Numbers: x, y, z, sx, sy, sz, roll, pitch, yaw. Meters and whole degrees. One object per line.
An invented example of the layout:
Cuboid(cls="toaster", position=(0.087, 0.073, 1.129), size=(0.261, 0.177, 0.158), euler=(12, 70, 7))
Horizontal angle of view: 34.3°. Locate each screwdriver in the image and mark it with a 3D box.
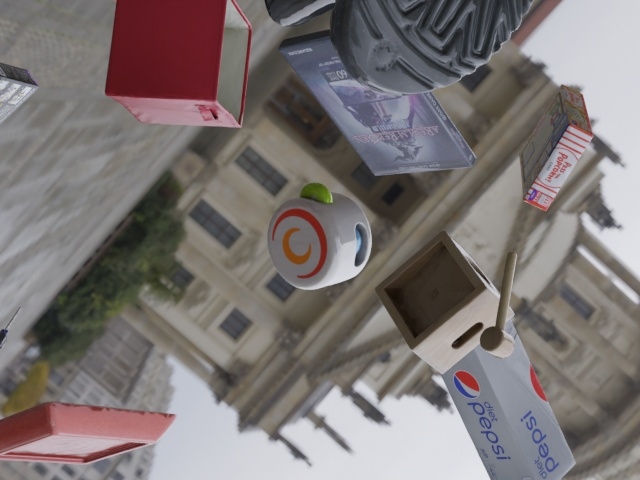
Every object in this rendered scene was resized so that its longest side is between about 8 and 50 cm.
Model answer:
Cuboid(cls="screwdriver", position=(-0.491, 0.135, 1.629), size=(0.025, 0.024, 0.170), euler=(-53, -168, 20))

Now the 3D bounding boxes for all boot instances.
Cuboid(cls="boot", position=(0.044, -0.284, 1.046), size=(0.367, 0.146, 0.445), euler=(-52, -154, -15))

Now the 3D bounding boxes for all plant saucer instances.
Cuboid(cls="plant saucer", position=(-0.413, 0.327, 1.718), size=(0.258, 0.259, 0.048), euler=(-23, -116, 37))

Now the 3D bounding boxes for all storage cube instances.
Cuboid(cls="storage cube", position=(-0.235, -0.308, 1.761), size=(0.183, 0.193, 0.215), euler=(41, 53, -78))

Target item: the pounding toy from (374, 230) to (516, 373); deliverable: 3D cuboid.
Cuboid(cls="pounding toy", position=(0.200, 0.090, 1.354), size=(0.181, 0.094, 0.206), euler=(-41, -137, 10))

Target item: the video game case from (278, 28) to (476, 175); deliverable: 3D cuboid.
Cuboid(cls="video game case", position=(0.084, -0.201, 1.523), size=(0.196, 0.274, 0.026), euler=(-1, -132, 45))

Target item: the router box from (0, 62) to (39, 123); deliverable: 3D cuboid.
Cuboid(cls="router box", position=(-0.612, -0.243, 1.868), size=(0.179, 0.046, 0.133), euler=(-40, 171, 11))

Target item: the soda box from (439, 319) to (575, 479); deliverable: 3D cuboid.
Cuboid(cls="soda box", position=(0.262, 0.230, 1.518), size=(0.098, 0.286, 0.091), euler=(-31, -170, -39))

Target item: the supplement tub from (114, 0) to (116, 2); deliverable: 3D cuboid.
Cuboid(cls="supplement tub", position=(-0.259, -0.557, 1.940), size=(0.316, 0.193, 0.193), euler=(-55, -172, -5))

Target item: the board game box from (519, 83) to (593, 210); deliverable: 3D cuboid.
Cuboid(cls="board game box", position=(0.380, -0.155, 1.689), size=(0.193, 0.045, 0.147), euler=(-73, -171, -61))

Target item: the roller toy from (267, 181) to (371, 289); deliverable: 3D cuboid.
Cuboid(cls="roller toy", position=(0.000, 0.000, 2.133), size=(0.146, 0.191, 0.209), euler=(-14, 155, -50))
